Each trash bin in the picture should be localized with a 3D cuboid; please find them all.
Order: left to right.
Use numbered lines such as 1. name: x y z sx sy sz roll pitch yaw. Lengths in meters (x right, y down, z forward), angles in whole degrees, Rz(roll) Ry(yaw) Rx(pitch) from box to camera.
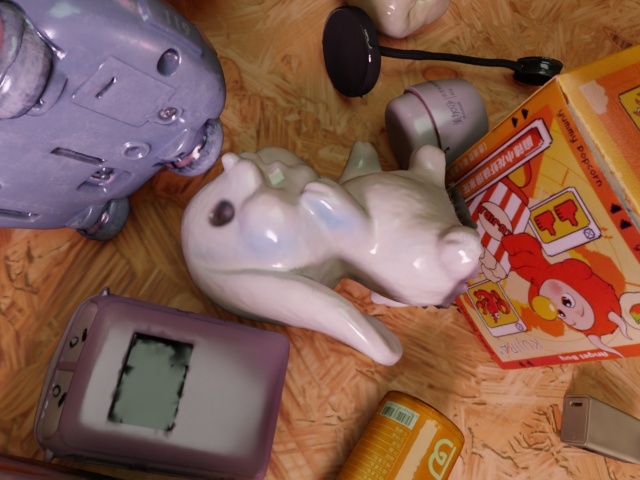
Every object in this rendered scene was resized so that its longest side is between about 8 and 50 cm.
1. trash bin: 0.354 0.236 0.618 0.092 0.043 0.061 22 68 -10

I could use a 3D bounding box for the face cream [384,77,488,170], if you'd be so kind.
1. face cream: 0.145 -0.145 0.634 0.104 0.117 0.117 -21 79 -4

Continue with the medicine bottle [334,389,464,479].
1. medicine bottle: 0.060 0.255 0.493 0.096 0.096 0.192 38 65 -2

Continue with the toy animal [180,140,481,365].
1. toy animal: 0.014 -0.005 0.517 0.289 0.174 0.249 18 33 15

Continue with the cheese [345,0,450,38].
1. cheese: 0.088 -0.456 0.674 0.173 0.251 0.248 -35 70 -24

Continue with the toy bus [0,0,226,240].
1. toy bus: -0.242 -0.146 0.439 0.197 0.294 0.232 12 52 -58

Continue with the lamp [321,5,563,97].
1. lamp: 0.178 -0.231 0.710 0.370 0.130 0.109 4 95 -29

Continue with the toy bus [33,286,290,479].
1. toy bus: -0.137 0.132 0.448 0.202 0.142 0.142 15 69 -12

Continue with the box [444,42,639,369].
1. box: 0.286 -0.019 0.548 0.213 0.283 0.260 -26 81 -24

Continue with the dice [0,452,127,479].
1. dice: -0.201 0.279 0.322 0.251 0.259 0.243 18 66 -9
